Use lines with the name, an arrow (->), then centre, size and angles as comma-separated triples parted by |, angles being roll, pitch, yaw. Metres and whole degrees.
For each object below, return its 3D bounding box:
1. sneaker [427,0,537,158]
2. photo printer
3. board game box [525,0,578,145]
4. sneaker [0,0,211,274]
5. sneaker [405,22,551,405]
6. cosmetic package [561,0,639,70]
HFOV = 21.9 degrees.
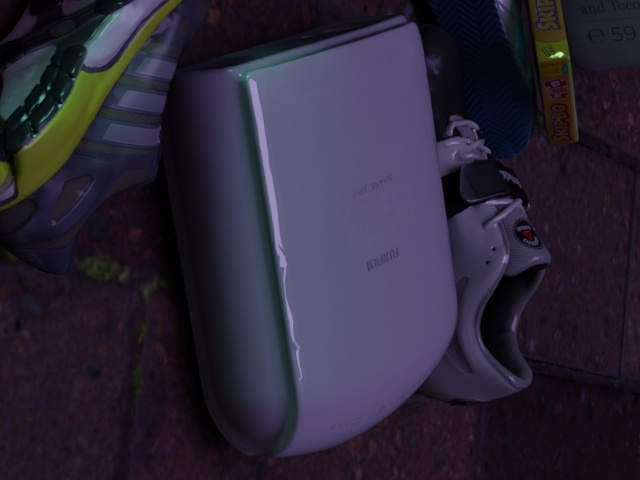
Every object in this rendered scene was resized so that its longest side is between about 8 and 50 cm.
sneaker -> 0.153, -0.182, 1.495 | 0.092, 0.087, 0.229 | -53, 135, -51
photo printer -> 0.000, 0.000, 1.254 | 0.256, 0.107, 0.307 | -24, 110, -53
board game box -> 0.203, -0.227, 1.518 | 0.124, 0.039, 0.259 | 71, 16, -55
sneaker -> -0.139, -0.105, 1.074 | 0.300, 0.111, 0.121 | -54, 142, -32
sneaker -> 0.133, -0.023, 1.418 | 0.122, 0.146, 0.330 | -8, 96, -54
cosmetic package -> 0.408, -0.420, 1.643 | 0.327, 0.329, 0.394 | -48, 127, -43
